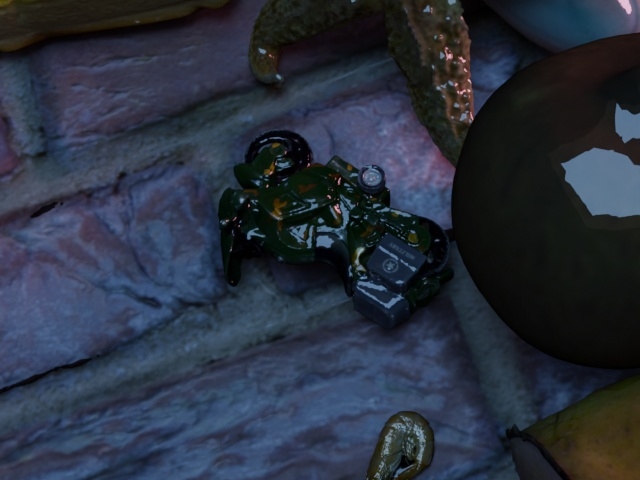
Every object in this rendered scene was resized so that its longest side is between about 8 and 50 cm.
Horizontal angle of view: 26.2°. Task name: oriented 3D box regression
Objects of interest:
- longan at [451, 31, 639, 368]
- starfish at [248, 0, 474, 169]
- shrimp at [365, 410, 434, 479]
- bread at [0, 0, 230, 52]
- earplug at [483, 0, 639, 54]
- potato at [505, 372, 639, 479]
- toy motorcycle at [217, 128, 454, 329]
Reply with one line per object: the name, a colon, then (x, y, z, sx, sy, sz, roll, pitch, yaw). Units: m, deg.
longan: (0.304, -0.042, 1.295, 0.360, 0.361, 0.361, -3, 69, 8)
starfish: (0.115, -0.235, 1.463, 0.432, 0.082, 0.324, 24, 110, 22)
shrimp: (0.082, 0.226, 1.403, 0.059, 0.023, 0.108, 19, 74, 6)
bread: (-0.273, -0.404, 1.632, 0.333, 0.143, 0.324, -9, 67, 6)
earplug: (0.233, -0.321, 1.508, 0.185, 0.185, 0.324, -40, 74, -7)
potato: (0.330, 0.210, 1.271, 0.266, 0.229, 0.229, -29, 68, -11)
toy motorcycle: (0.000, 0.000, 1.449, 0.274, 0.125, 0.187, 32, 68, 18)
